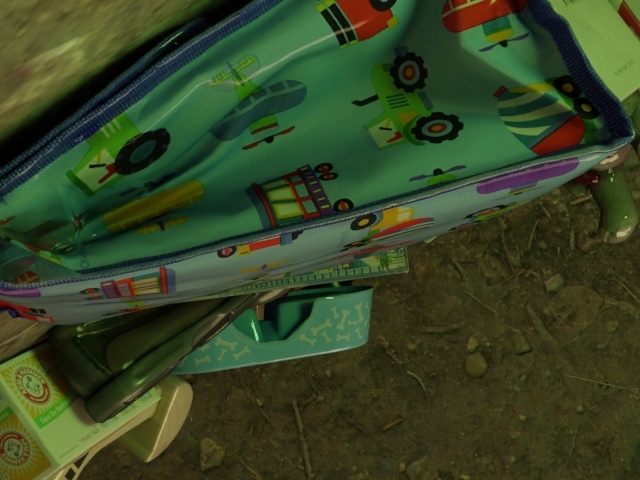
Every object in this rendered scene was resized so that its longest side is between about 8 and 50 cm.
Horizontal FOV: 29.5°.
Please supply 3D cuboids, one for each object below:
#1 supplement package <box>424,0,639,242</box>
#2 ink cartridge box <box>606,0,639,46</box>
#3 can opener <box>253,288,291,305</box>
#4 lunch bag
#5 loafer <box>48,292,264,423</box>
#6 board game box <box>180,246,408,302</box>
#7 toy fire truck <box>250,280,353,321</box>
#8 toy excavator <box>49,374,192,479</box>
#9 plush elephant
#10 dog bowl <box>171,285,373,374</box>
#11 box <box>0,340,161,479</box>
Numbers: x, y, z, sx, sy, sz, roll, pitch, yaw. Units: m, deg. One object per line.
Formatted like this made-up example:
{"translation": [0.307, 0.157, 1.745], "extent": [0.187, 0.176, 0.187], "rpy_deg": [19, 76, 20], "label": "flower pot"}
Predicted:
{"translation": [0.169, -0.129, 1.155], "extent": [0.244, 0.134, 0.139], "rpy_deg": [-39, 177, 38], "label": "supplement package"}
{"translation": [0.252, -0.190, 1.215], "extent": [0.175, 0.127, 0.072], "rpy_deg": [-39, 175, 42], "label": "ink cartridge box"}
{"translation": [0.000, 0.000, 1.539], "extent": [0.283, 0.095, 0.076], "rpy_deg": [-33, 137, -29], "label": "can opener"}
{"translation": [-0.042, -0.025, 0.574], "extent": [0.293, 0.138, 0.221], "rpy_deg": [-26, 178, -10], "label": "lunch bag"}
{"translation": [-0.138, 0.061, 1.157], "extent": [0.109, 0.095, 0.302], "rpy_deg": [-42, 178, 35], "label": "loafer"}
{"translation": [-0.046, 0.003, 1.061], "extent": [0.194, 0.060, 0.194], "rpy_deg": [-9, -171, -13], "label": "board game box"}
{"translation": [-0.025, 0.043, 1.786], "extent": [0.246, 0.158, 0.217], "rpy_deg": [-23, -173, 41], "label": "toy fire truck"}
{"translation": [-0.362, 0.329, 1.472], "extent": [0.445, 0.222, 0.433], "rpy_deg": [-57, 158, -1], "label": "toy excavator"}
{"translation": [0.350, -0.166, 1.867], "extent": [0.255, 0.330, 0.272], "rpy_deg": [-13, 158, -13], "label": "plush elephant"}
{"translation": [-0.073, 0.113, 1.546], "extent": [0.297, 0.074, 0.166], "rpy_deg": [-8, -178, -13], "label": "dog bowl"}
{"translation": [-0.255, 0.161, 1.119], "extent": [0.114, 0.103, 0.203], "rpy_deg": [-37, 177, 21], "label": "box"}
